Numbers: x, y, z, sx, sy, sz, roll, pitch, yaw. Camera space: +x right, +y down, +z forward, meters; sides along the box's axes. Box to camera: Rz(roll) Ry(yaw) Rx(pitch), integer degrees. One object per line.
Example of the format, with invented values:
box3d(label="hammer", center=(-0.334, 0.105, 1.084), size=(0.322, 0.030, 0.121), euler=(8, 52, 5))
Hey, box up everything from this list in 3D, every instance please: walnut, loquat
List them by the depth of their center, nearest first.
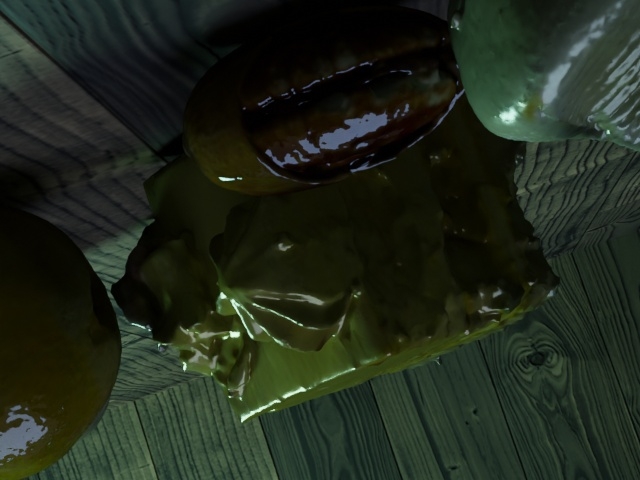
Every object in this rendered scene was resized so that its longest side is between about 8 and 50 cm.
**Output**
box3d(label="walnut", center=(0.010, -0.092, 0.906), size=(0.207, 0.115, 0.116), euler=(-19, 171, 0))
box3d(label="loquat", center=(-0.253, 0.076, 1.071), size=(0.213, 0.213, 0.213), euler=(-18, 171, -3))

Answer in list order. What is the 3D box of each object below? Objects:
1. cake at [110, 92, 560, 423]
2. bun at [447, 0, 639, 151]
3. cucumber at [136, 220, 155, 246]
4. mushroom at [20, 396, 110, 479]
box3d(label="cake", center=(0.000, 0.000, 1.088), size=(0.286, 0.222, 0.227), euler=(-12, 167, -37))
box3d(label="bun", center=(0.179, -0.147, 0.842), size=(0.229, 0.145, 0.229), euler=(-17, 137, -17))
box3d(label="cucumber", center=(-0.066, 0.043, 1.301), size=(0.241, 0.074, 0.074), euler=(20, -162, 37))
box3d(label="mushroom", center=(-0.345, 0.167, 1.343), size=(0.315, 0.315, 0.356), euler=(-17, 137, -11))
